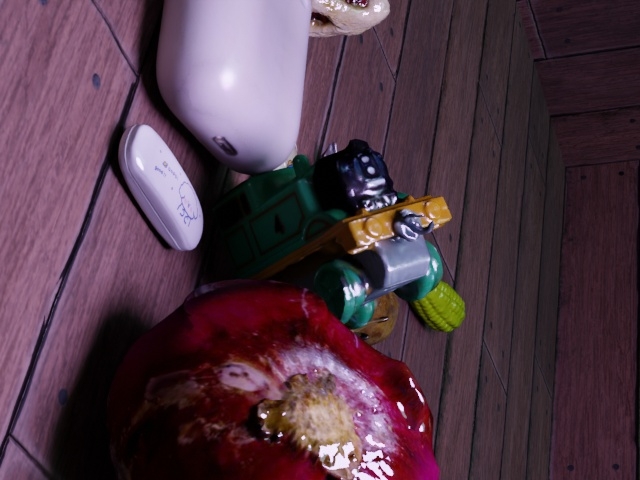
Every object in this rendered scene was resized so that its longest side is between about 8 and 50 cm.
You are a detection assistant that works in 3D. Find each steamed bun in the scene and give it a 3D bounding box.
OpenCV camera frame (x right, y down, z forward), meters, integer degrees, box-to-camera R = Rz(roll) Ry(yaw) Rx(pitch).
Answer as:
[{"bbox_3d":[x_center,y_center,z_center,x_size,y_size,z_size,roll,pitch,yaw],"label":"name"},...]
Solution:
[{"bbox_3d":[0.038,-0.403,2.073,0.172,0.155,0.141,143,-34,-78],"label":"steamed bun"}]

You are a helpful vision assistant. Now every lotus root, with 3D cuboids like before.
[{"bbox_3d":[0.057,0.108,2.102,0.260,0.128,0.145,21,57,-74],"label":"lotus root"}]

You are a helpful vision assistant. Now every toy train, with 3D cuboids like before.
[{"bbox_3d":[0.000,0.000,1.688,0.178,0.429,0.249,-15,80,-37],"label":"toy train"}]

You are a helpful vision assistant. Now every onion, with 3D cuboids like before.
[{"bbox_3d":[-0.078,0.284,1.494,0.398,0.398,0.420,-67,-178,-51],"label":"onion"}]

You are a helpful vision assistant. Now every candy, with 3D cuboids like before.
[{"bbox_3d":[0.233,0.121,2.606,0.209,0.096,0.097,44,45,-55],"label":"candy"}]

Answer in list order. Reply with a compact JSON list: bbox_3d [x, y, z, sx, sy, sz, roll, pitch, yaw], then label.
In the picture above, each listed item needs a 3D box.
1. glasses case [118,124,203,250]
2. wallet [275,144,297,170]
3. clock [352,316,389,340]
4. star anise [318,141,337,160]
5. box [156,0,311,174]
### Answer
[{"bbox_3d":[-0.200,-0.065,1.588,0.197,0.049,0.076,63,30,-44],"label":"glasses case"},{"bbox_3d":[-0.055,-0.091,1.987,0.110,0.039,0.155,-52,134,-59],"label":"wallet"},{"bbox_3d":[0.006,0.191,1.833,0.069,0.232,0.170,44,29,9],"label":"clock"},{"bbox_3d":[0.017,-0.066,2.141,0.182,0.065,0.195,-81,151,-45],"label":"star anise"},{"bbox_3d":[-0.115,-0.285,1.740,0.289,0.141,0.349,46,44,-57],"label":"box"}]
